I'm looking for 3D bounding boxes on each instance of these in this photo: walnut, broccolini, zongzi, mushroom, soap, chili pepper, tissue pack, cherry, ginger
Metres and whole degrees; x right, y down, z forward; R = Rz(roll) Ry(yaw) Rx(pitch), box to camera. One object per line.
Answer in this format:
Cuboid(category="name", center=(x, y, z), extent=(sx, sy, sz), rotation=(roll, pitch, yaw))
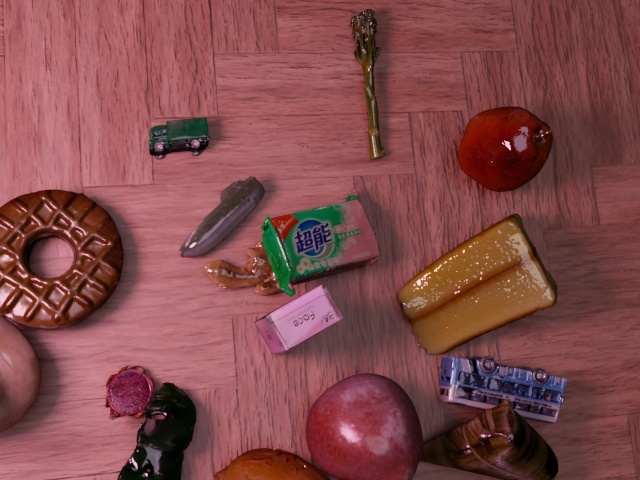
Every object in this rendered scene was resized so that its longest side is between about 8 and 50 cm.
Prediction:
Cuboid(category="walnut", center=(-0.100, 0.559, 1.684), extent=(0.298, 0.203, 0.203), rotation=(18, 76, 16))
Cuboid(category="broccolini", center=(0.136, -0.403, 1.986), extent=(0.074, 0.079, 0.392), rotation=(-5, 88, -22))
Cuboid(category="zongzi", center=(0.398, 0.529, 1.851), extent=(0.286, 0.288, 0.134), rotation=(45, 29, -30))
Cuboid(category="mushroom", center=(-0.738, 0.288, 1.559), extent=(0.292, 0.290, 0.292), rotation=(-1, 98, -6))
Cuboid(category="soap", center=(-0.001, 0.001, 1.823), extent=(0.273, 0.098, 0.218), rotation=(-13, 72, -32))
Cuboid(category="chili pepper", center=(-0.350, 0.452, 1.696), extent=(0.148, 0.116, 0.264), rotation=(22, 79, -22))
Cuboid(category="tissue pack", center=(-0.055, 0.182, 1.738), extent=(0.148, 0.246, 0.092), rotation=(-29, 87, -14))
Cuboid(category="cherry", center=(0.102, 0.433, 1.724), extent=(0.261, 0.307, 0.221), rotation=(-26, 130, -16))
Cuboid(category="ginger", center=(-0.169, 0.061, 1.837), extent=(0.214, 0.059, 0.133), rotation=(10, 86, -9))

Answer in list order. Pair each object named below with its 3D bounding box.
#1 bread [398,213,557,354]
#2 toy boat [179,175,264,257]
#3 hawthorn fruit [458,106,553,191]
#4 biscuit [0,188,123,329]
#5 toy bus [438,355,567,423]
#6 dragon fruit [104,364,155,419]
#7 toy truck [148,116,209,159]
Cuboid(category="bread", center=(0.387, 0.115, 1.938), extent=(0.361, 0.245, 0.233), rotation=(-29, 88, 16))
Cuboid(category="toy boat", center=(-0.243, -0.054, 1.835), extent=(0.085, 0.078, 0.260), rotation=(37, 73, 22))
Cuboid(category="hawthorn fruit", center=(0.475, -0.239, 1.910), extent=(0.224, 0.261, 0.224), rotation=(2, 82, -17))
Cuboid(category="biscuit", center=(-0.607, 0.041, 1.718), extent=(0.332, 0.103, 0.332), rotation=(5, 72, -15))
Cuboid(category="toy bus", center=(0.444, 0.360, 1.880), extent=(0.297, 0.106, 0.131), rotation=(13, 80, -7))
Cuboid(category="dragon fruit", center=(-0.435, 0.347, 1.734), extent=(0.112, 0.068, 0.126), rotation=(7, 65, -26))
Cuboid(category="toy truck", center=(-0.344, -0.246, 1.852), extent=(0.147, 0.065, 0.079), rotation=(-9, 80, -12))
